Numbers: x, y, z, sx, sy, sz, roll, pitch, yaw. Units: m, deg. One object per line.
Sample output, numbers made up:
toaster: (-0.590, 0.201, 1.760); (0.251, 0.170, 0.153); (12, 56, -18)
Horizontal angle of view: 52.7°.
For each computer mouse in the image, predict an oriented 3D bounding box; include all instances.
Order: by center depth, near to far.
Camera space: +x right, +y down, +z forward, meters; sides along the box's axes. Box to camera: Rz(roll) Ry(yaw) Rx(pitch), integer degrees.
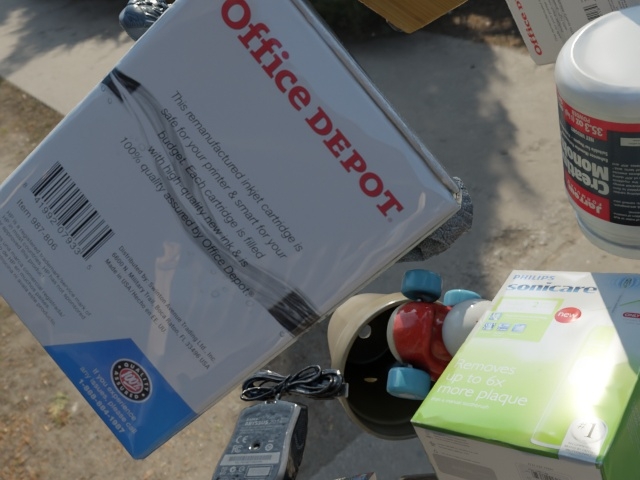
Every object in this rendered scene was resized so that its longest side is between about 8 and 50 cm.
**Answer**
computer mouse: (-0.070, 0.313, 0.984); (0.188, 0.072, 0.272); (-6, 33, 25)

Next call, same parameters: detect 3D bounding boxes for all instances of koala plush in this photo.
koala plush: (0.131, -0.073, 1.098); (0.203, 0.221, 0.196); (1, 72, 38)

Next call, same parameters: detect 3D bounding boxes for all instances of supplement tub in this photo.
supplement tub: (0.394, -0.124, 0.787); (0.191, 0.272, 0.191); (-13, 45, 14)

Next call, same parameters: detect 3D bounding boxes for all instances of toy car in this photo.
toy car: (0.255, 0.165, 1.086); (0.238, 0.210, 0.219); (-18, 53, 51)

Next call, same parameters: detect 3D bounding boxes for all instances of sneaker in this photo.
sneaker: (-0.173, -0.191, 0.808); (0.122, 0.283, 0.110); (-40, 72, 5)

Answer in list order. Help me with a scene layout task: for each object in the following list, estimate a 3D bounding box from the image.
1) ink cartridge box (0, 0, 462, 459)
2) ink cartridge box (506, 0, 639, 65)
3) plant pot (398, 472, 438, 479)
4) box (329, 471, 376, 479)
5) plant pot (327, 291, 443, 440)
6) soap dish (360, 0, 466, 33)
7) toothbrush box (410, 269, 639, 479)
ink cartridge box: (-0.101, -0.029, 0.633); (0.395, 0.285, 0.166); (-39, -1, 16)
ink cartridge box: (0.391, -0.376, 0.929); (0.115, 0.198, 0.273); (-32, 16, -8)
plant pot: (0.295, 0.543, 1.259); (0.230, 0.215, 0.215); (-22, 34, 20)
box: (0.020, 0.500, 1.249); (0.159, 0.233, 0.044); (-14, 76, 8)
plant pot: (0.150, 0.252, 1.500); (0.323, 0.323, 0.280); (-24, 17, -12)
soap dish: (0.040, -0.352, 0.647); (0.291, 0.118, 0.229); (33, 48, -7)
toothbrush box: (0.269, 0.162, 0.725); (0.206, 0.122, 0.283); (0, 32, 45)
